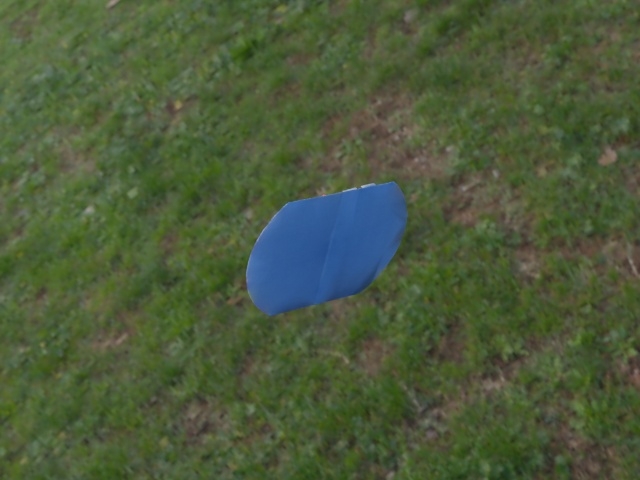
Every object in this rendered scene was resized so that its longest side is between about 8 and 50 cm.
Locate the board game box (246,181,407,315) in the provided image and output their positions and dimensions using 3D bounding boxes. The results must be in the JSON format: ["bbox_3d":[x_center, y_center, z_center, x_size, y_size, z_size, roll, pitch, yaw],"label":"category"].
[{"bbox_3d":[0.000,0.000,0.963,0.168,0.133,0.033,-12,44,-29],"label":"board game box"}]
